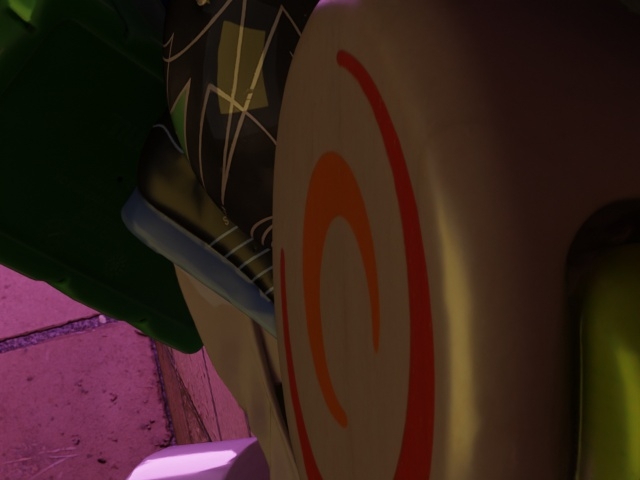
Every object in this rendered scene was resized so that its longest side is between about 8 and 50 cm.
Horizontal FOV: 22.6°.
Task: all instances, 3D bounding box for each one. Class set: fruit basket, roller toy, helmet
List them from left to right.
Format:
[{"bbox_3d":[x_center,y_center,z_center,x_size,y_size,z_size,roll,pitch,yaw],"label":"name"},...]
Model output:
[{"bbox_3d":[-0.224,-0.110,1.099,0.392,0.283,0.392,38,-175,-4],"label":"fruit basket"},{"bbox_3d":[0.017,-0.069,0.607,0.161,0.169,0.169,-91,-4,-55],"label":"helmet"},{"bbox_3d":[0.074,0.013,0.451,0.191,0.146,0.209,110,152,-55],"label":"roller toy"}]

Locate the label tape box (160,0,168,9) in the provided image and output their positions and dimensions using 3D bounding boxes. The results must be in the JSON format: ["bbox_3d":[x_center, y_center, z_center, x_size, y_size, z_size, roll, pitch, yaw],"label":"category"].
[{"bbox_3d":[-0.047,-0.265,0.827,0.240,0.106,0.333,-122,20,-61],"label":"label tape box"}]

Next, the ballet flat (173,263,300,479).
[{"bbox_3d":[0.017,0.090,0.961,0.139,0.139,0.400,-132,26,-68],"label":"ballet flat"}]

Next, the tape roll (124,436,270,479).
[{"bbox_3d":[-0.066,0.301,1.279,0.286,0.100,0.286,-10,-90,-67],"label":"tape roll"}]

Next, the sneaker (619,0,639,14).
[{"bbox_3d":[0.064,-0.198,0.360,0.319,0.112,0.131,66,150,13],"label":"sneaker"}]

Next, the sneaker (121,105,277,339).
[{"bbox_3d":[0.000,0.000,0.832,0.232,0.081,0.090,31,112,18],"label":"sneaker"}]
